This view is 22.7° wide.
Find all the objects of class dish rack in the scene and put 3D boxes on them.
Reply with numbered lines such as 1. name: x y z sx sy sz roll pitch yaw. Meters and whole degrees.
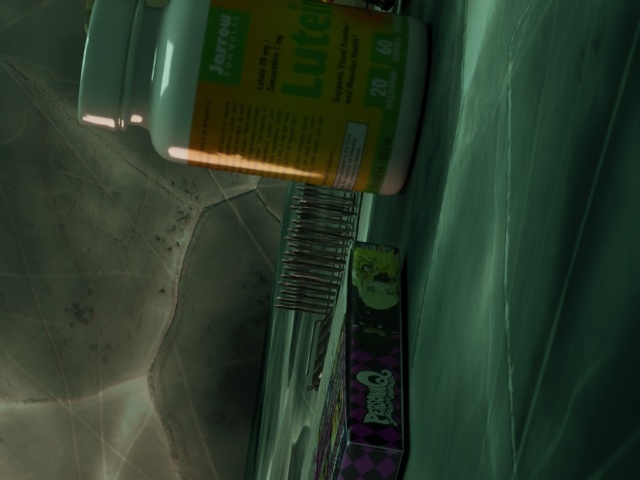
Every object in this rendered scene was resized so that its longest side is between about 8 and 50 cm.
1. dish rack: 0.000 0.000 1.466 0.208 0.074 0.271 112 166 -76

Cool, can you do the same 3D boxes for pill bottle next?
1. pill bottle: -0.051 -0.117 1.194 0.136 0.245 0.136 -172 90 -86

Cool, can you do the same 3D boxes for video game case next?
1. video game case: 0.017 0.153 1.100 0.210 0.042 0.232 -87 7 -55

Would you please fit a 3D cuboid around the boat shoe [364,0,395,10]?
1. boat shoe: 0.060 -0.233 1.363 0.049 0.042 0.133 -62 2 -12

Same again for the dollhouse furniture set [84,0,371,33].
1. dollhouse furniture set: -0.079 -0.332 1.589 0.362 0.256 0.394 83 -173 -66

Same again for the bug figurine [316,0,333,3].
1. bug figurine: -0.003 -0.269 1.292 0.216 0.072 0.279 -27 -29 -54
